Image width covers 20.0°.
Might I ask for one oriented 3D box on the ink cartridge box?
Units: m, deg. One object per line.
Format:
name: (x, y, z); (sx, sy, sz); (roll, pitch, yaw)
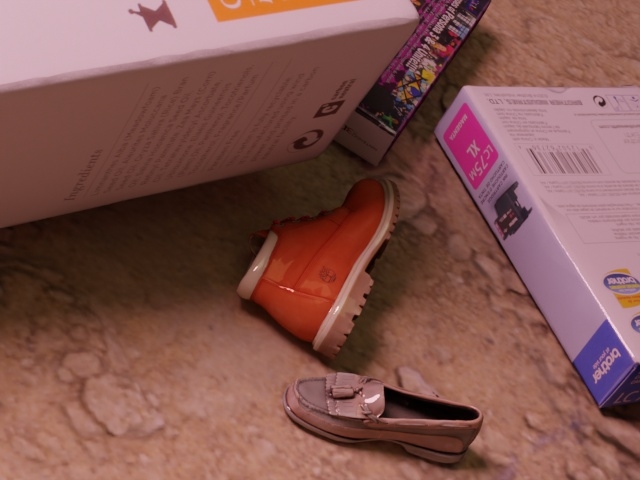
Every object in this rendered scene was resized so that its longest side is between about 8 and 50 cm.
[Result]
ink cartridge box: (0.229, 0.015, 1.309); (0.185, 0.065, 0.311); (-3, 49, -36)

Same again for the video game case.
video game case: (0.002, -0.178, 1.372); (0.210, 0.042, 0.232); (32, 39, 2)

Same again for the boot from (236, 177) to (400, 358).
boot: (0.000, 0.000, 1.180); (0.084, 0.059, 0.158); (26, 41, 0)

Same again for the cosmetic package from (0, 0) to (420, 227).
cosmetic package: (-0.195, -0.142, 1.057); (0.453, 0.161, 0.230); (-15, 67, -34)

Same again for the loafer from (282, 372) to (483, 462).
loafer: (0.040, 0.101, 1.112); (0.125, 0.039, 0.045); (17, 43, -19)
